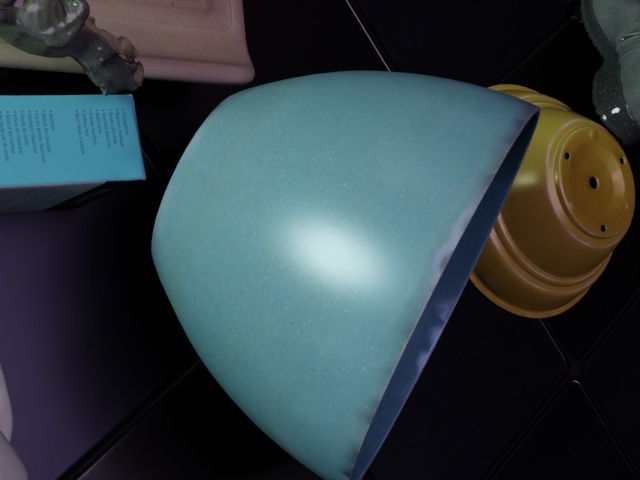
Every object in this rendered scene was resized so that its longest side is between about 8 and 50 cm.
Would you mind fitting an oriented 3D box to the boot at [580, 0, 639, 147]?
[{"bbox_3d":[0.330,-0.200,1.214,0.083,0.161,0.246,39,36,-29],"label":"boot"}]

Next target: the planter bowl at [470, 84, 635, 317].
[{"bbox_3d":[0.212,-0.044,1.174,0.217,0.090,0.217,9,75,-35],"label":"planter bowl"}]

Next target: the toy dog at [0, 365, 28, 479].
[{"bbox_3d":[-0.348,0.109,0.601,0.408,0.285,0.395,37,60,-24],"label":"toy dog"}]

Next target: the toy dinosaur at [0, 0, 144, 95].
[{"bbox_3d":[-0.199,-0.171,0.777,0.268,0.064,0.118,17,74,-38],"label":"toy dinosaur"}]

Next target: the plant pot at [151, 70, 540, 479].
[{"bbox_3d":[0.000,0.000,0.918,0.195,0.290,0.290,26,60,10],"label":"plant pot"}]

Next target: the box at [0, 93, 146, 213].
[{"bbox_3d":[-0.240,-0.050,0.824,0.244,0.100,0.060,-6,84,-38],"label":"box"}]

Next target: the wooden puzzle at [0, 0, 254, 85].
[{"bbox_3d":[-0.210,-0.271,0.913,0.322,0.080,0.347,0,76,-38],"label":"wooden puzzle"}]
